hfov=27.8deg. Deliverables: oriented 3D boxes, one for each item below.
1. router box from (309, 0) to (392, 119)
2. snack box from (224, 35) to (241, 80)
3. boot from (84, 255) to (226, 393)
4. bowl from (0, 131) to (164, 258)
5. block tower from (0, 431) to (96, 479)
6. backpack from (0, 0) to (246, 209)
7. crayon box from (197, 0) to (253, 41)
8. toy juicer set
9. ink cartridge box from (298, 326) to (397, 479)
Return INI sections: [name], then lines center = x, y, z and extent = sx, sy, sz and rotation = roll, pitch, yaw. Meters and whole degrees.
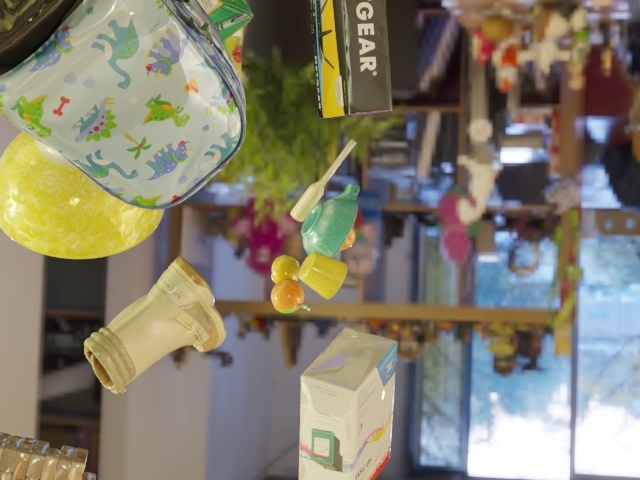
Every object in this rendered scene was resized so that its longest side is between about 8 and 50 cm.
[router box]
center = 0.025, -0.207, 1.225
extent = 0.046, 0.179, 0.133
rotation = -5, -176, -12
[snack box]
center = -0.184, -0.273, 2.156
extent = 0.100, 0.141, 0.037
rotation = 2, 171, -21
[boot]
center = -0.247, 0.149, 1.931
extent = 0.095, 0.203, 0.262
rotation = 44, 165, 17
[bowl]
center = -0.394, -0.123, 2.103
extent = 0.289, 0.289, 0.156
rotation = 2, 133, -8
[block tower]
center = -0.449, 0.282, 1.607
extent = 0.335, 0.091, 0.097
rotation = 13, 180, -8
[backpack]
center = -0.243, -0.200, 1.503
extent = 0.273, 0.290, 0.355
rotation = 48, -179, 30
[crayon box]
center = -0.242, -0.290, 1.720
extent = 0.278, 0.165, 0.081
rotation = -34, 159, 22
[toy juicer set]
center = 0.000, 0.000, 2.296
extent = 0.089, 0.329, 0.209
rotation = 29, 137, -17
[ink cartridge box]
center = 0.034, 0.245, 1.638
extent = 0.078, 0.231, 0.134
rotation = 13, -150, 22
